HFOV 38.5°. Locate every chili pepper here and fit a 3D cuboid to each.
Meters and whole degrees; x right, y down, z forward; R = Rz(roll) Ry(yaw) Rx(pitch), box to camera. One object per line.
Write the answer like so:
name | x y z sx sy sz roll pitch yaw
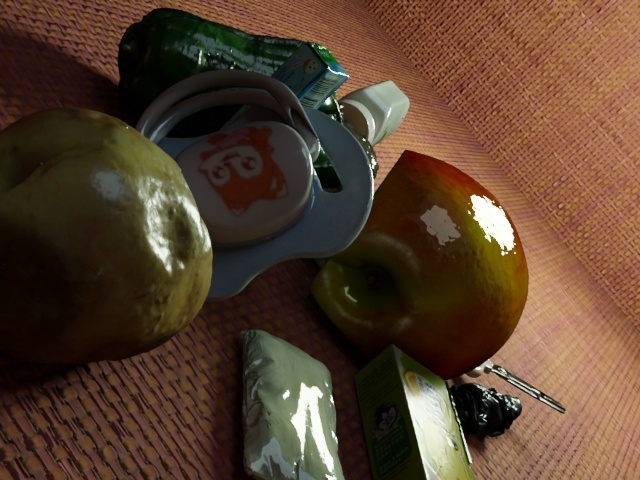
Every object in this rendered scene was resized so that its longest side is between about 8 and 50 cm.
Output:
chili pepper | -0.101 -0.180 1.268 0.385 0.213 0.167 19 54 -33

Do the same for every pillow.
pillow | -0.030 0.188 0.975 0.128 0.051 0.229 30 25 -23

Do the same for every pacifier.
pacifier | -0.094 -0.039 1.071 0.233 0.300 0.244 94 -28 -60

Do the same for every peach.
peach | 0.176 0.032 1.346 0.306 0.242 0.380 45 20 2
peach | -0.198 0.014 0.780 0.235 0.214 0.214 54 13 -37

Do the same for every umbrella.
umbrella | 0.269 0.261 1.410 0.224 0.071 0.080 19 62 -60

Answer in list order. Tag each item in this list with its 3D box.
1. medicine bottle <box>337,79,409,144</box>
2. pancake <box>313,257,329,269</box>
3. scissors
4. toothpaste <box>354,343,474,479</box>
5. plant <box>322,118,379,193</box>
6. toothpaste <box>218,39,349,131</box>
medicine bottle | 0.077 -0.229 1.768 0.111 0.161 0.296 47 20 3
pancake | 0.001 -0.001 1.408 0.152 0.025 0.151 39 24 -21
scissors | 0.274 0.201 1.494 0.318 0.024 0.160 31 19 -10
toothpaste | 0.122 0.272 1.085 0.110 0.077 0.327 34 24 -27
plant | 0.006 -0.144 1.520 0.194 0.132 0.129 18 38 -55
toothpaste | -0.081 -0.135 1.145 0.050 0.267 0.065 53 22 15
